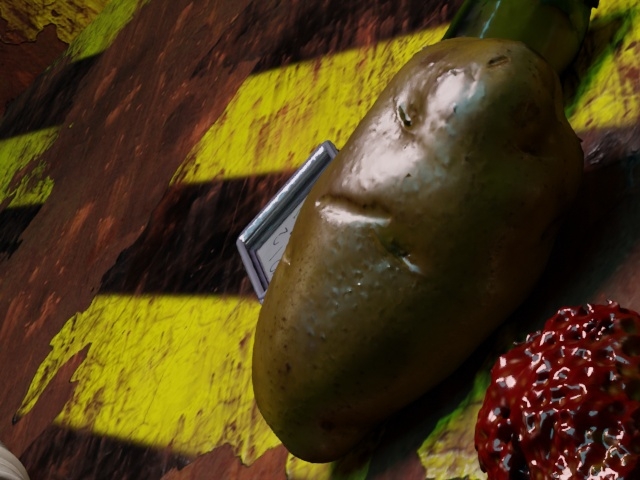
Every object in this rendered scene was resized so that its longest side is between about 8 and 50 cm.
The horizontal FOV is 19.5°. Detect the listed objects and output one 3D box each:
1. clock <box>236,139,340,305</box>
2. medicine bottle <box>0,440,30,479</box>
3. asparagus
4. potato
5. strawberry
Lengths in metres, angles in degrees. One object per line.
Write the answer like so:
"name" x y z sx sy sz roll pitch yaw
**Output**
"clock" 0.000 0.001 1.734 0.144 0.073 0.193 -48 20 7
"medicine bottle" -0.375 0.276 1.980 0.139 0.139 0.237 -53 20 -6
"asparagus" 0.108 -0.078 1.593 0.382 0.108 0.128 -58 22 -13
"potato" 0.070 0.008 1.447 0.369 0.195 0.176 -55 -12 15
"strawberry" 0.152 0.132 1.116 0.174 0.098 0.228 -41 21 28
